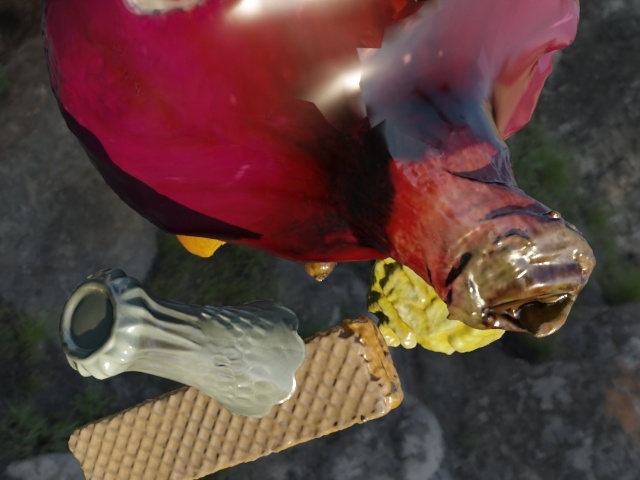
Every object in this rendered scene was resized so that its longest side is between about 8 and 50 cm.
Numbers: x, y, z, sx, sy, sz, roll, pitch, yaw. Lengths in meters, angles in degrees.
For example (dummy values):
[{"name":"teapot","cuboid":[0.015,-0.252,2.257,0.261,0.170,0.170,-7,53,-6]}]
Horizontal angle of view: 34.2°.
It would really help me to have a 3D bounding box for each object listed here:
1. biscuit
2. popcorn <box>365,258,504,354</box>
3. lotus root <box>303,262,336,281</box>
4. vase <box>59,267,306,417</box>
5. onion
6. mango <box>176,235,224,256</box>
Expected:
[{"name":"biscuit","cuboid":[-0.095,0.171,0.999,0.054,0.379,0.094,-11,79,-63]},{"name":"popcorn","cuboid":[0.143,0.031,1.155,0.186,0.167,0.187,6,73,-19]},{"name":"lotus root","cuboid":[-0.002,-0.001,1.103,0.030,0.037,0.083,22,58,-41]},{"name":"vase","cuboid":[-0.085,0.060,0.630,0.149,0.081,0.081,22,41,-50]},{"name":"onion","cuboid":[0.023,-0.096,0.720,0.398,0.398,0.420,13,47,-55]},{"name":"mango","cuboid":[-0.152,-0.086,1.556,0.154,0.252,0.126,29,40,13]}]
